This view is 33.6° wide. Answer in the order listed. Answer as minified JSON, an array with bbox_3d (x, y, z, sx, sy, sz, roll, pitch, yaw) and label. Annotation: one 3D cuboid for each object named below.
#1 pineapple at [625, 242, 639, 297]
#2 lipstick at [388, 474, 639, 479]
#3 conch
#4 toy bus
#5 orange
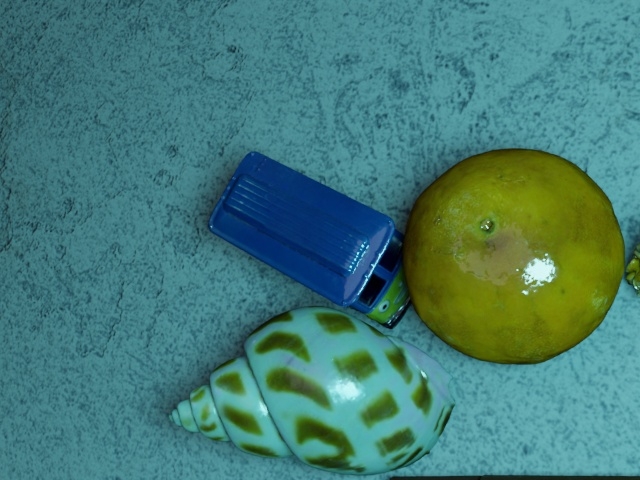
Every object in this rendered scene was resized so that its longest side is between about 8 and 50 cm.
[{"bbox_3d":[0.493,0.005,1.273,0.249,0.140,0.164,-35,60,11],"label":"pineapple"},{"bbox_3d":[0.254,0.325,1.340,0.356,0.057,0.057,-6,70,28],"label":"lipstick"},{"bbox_3d":[-0.015,0.218,1.457,0.368,0.197,0.249,-18,85,30],"label":"conch"},{"bbox_3d":[0.000,0.000,1.532,0.287,0.175,0.138,28,87,34],"label":"toy bus"},{"bbox_3d":[0.245,0.017,1.358,0.284,0.226,0.284,-6,74,23],"label":"orange"}]
